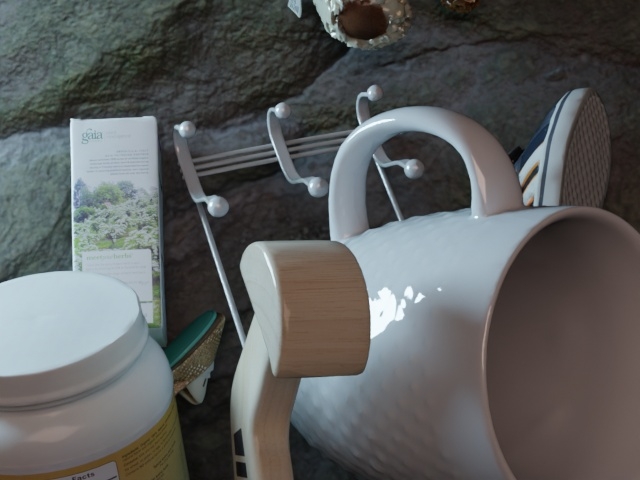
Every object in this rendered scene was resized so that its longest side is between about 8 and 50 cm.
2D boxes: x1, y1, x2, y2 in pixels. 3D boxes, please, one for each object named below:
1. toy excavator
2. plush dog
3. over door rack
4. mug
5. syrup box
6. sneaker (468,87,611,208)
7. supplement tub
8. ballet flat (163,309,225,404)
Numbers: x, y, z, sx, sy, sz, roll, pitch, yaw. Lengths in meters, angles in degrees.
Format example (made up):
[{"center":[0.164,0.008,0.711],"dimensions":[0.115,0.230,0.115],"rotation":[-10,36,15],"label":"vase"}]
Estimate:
[{"center":[-0.054,0.268,1.465],"dimensions":[0.222,0.433,0.445],"rotation":[-2,68,-21],"label":"toy excavator"},{"center":[0.079,-0.355,1.880],"dimensions":[0.225,0.210,0.262],"rotation":[-11,103,-17],"label":"plush dog"},{"center":[0.000,0.000,1.769],"dimensions":[0.239,0.108,0.324],"rotation":[-11,74,-17],"label":"over door rack"},{"center":[0.111,0.061,1.554],"dimensions":[0.276,0.328,0.374],"rotation":[-17,101,-42],"label":"mug"},{"center":[-0.215,-0.009,1.802],"dimensions":[0.093,0.096,0.237],"rotation":[-3,74,-3],"label":"syrup box"},{"center":[0.219,-0.029,1.789],"dimensions":[0.127,0.126,0.321],"rotation":[-3,51,32],"label":"sneaker"},{"center":[-0.240,0.211,1.603],"dimensions":[0.228,0.228,0.316],"rotation":[-9,116,-2],"label":"supplement tub"},{"center":[-0.165,0.162,1.780],"dimensions":[0.206,0.073,0.067],"rotation":[-43,105,-8],"label":"ballet flat"}]
